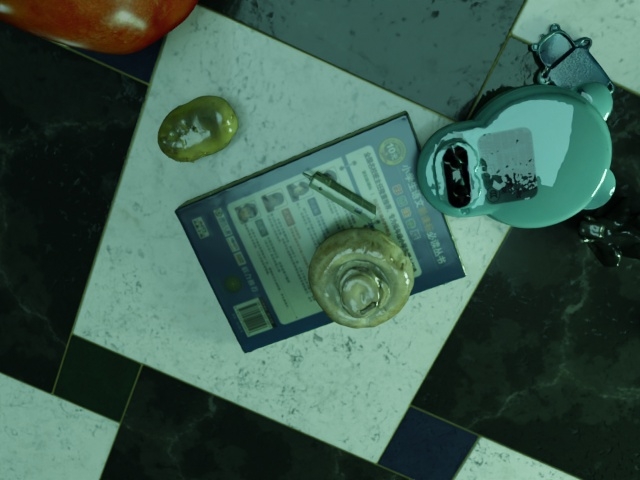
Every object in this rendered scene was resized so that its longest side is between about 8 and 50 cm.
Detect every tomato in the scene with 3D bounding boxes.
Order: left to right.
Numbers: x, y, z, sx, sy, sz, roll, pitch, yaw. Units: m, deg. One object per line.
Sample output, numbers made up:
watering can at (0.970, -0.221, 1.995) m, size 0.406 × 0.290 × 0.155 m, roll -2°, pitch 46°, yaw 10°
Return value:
tomato at (-0.314, -0.416, 0.666) m, size 0.289 × 0.293 × 0.325 m, roll 19°, pitch 115°, yaw 32°

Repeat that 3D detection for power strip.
power strip at (0.031, -0.072, 0.809) m, size 0.136 × 0.051 × 0.019 m, roll 32°, pitch 113°, yaw -4°

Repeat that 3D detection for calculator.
calculator at (0.382, -0.262, 0.785) m, size 0.094 × 0.019 × 0.141 m, roll -41°, pitch 97°, yaw 13°

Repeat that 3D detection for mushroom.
mushroom at (0.065, 0.060, 0.806) m, size 0.166 × 0.127 × 0.166 m, roll -1°, pitch 106°, yaw -3°

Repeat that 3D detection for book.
book at (0.000, 0.000, 0.880) m, size 0.427 × 0.039 × 0.300 m, roll -20°, pitch 103°, yaw 10°

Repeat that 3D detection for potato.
potato at (-0.198, -0.180, 0.831) m, size 0.137 × 0.070 × 0.092 m, roll -21°, pitch 101°, yaw 9°

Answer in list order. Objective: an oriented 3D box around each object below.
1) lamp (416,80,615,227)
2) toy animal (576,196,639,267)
lamp at (0.287, -0.118, 0.764) m, size 0.283 × 0.147 × 0.210 m, roll -13°, pitch 103°, yaw -6°
toy animal at (0.500, 0.004, 0.784) m, size 0.244 × 0.146 × 0.115 m, roll 22°, pitch 100°, yaw -3°
